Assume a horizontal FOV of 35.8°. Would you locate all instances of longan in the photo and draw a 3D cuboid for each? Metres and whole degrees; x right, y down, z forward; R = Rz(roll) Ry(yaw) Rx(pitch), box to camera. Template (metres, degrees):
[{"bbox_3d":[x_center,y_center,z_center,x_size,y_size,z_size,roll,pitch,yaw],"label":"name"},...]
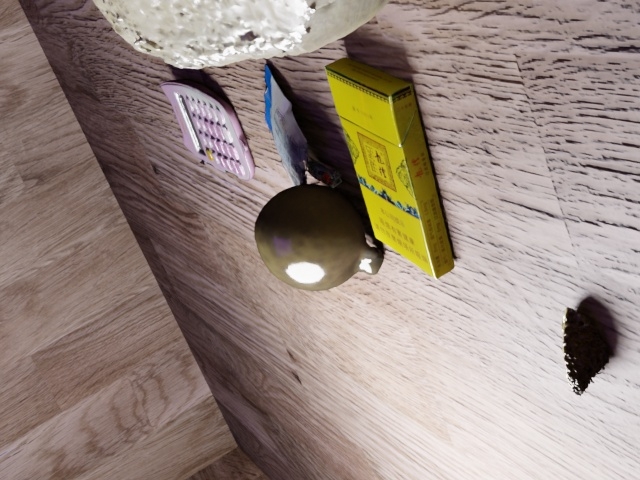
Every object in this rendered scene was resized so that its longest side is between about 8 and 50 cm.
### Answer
[{"bbox_3d":[0.000,0.000,1.509,0.204,0.159,0.185,23,162,-7],"label":"longan"}]

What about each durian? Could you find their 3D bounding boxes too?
[{"bbox_3d":[0.284,0.131,1.110,0.066,0.052,0.130,43,157,47],"label":"durian"}]

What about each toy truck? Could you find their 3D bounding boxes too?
[{"bbox_3d":[0.007,-0.104,1.528,0.083,0.024,0.032,35,157,52],"label":"toy truck"}]

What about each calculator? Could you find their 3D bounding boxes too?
[{"bbox_3d":[-0.209,-0.217,1.915,0.294,0.043,0.194,30,145,51],"label":"calculator"}]

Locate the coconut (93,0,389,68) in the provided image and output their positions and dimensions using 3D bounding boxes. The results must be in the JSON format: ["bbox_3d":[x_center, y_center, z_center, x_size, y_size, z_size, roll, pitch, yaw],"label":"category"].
[{"bbox_3d":[-0.099,-0.364,0.861,0.344,0.415,0.415,-71,-30,-50],"label":"coconut"}]

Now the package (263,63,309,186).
[{"bbox_3d":[-0.055,-0.167,1.571,0.171,0.027,0.173,91,157,-62],"label":"package"}]

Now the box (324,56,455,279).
[{"bbox_3d":[0.093,-0.094,1.295,0.153,0.041,0.279,37,152,53],"label":"box"}]
